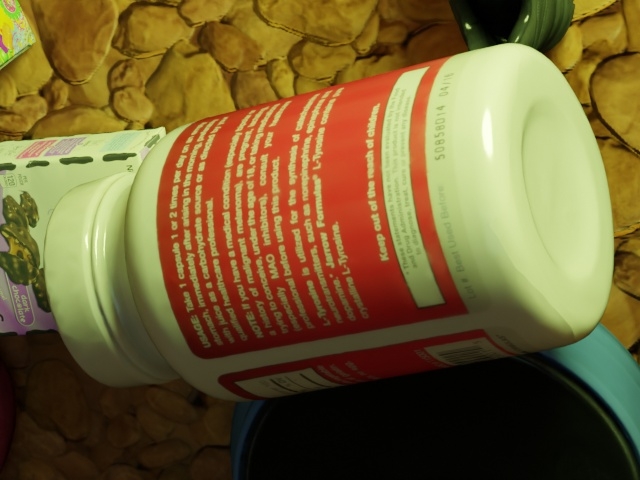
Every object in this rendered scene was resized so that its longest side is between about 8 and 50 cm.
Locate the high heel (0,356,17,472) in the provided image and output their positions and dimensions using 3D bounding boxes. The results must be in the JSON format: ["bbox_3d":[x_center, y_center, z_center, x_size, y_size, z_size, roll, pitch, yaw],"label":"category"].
[{"bbox_3d":[-0.375,0.105,1.785,0.127,0.181,0.377,-1,112,17],"label":"high heel"}]

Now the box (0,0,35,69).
[{"bbox_3d":[-0.439,-0.154,1.633,0.279,0.290,0.177,-19,106,22],"label":"box"}]

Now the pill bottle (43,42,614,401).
[{"bbox_3d":[0.000,0.000,1.532,0.408,0.229,0.229,-12,109,27],"label":"pill bottle"}]

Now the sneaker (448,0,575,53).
[{"bbox_3d":[0.123,-0.264,1.510,0.109,0.130,0.286,-14,107,23],"label":"sneaker"}]

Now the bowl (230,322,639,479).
[{"bbox_3d":[0.109,0.210,1.718,0.391,0.077,0.391,5,119,9],"label":"bowl"}]

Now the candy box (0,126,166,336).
[{"bbox_3d":[-0.221,-0.006,1.755,0.196,0.070,0.164,-5,111,18],"label":"candy box"}]
